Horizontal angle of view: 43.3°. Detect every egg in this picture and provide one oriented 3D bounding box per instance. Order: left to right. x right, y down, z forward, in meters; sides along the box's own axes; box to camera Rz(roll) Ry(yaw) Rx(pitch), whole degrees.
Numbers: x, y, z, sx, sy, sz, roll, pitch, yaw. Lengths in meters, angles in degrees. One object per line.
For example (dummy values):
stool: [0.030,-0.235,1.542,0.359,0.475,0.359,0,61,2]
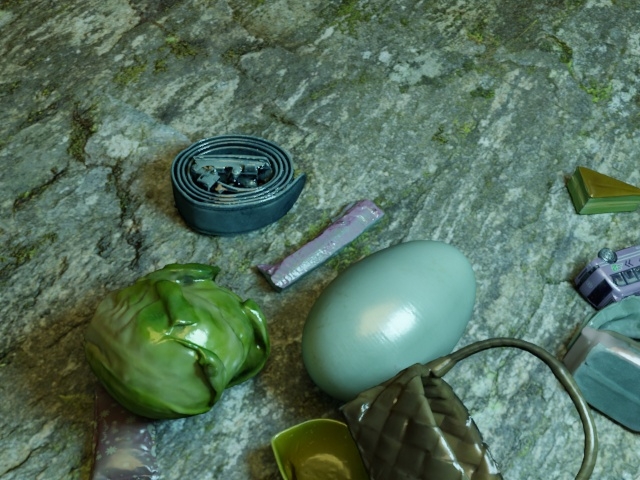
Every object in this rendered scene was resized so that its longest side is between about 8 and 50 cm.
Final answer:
egg: [0.125,0.130,1.376,0.230,0.230,0.371,41,54,21]

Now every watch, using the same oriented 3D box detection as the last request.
watch: [0.591,0.199,1.440,0.253,0.161,0.241,33,50,13]

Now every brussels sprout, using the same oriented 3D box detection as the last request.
brussels sprout: [-0.230,0.161,1.300,0.295,0.227,0.259,13,23,2]

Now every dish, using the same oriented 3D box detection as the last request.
dish: [0.015,0.370,1.280,0.208,0.080,0.148,23,51,11]

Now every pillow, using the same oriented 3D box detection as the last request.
pillow: [-0.316,0.312,1.302,0.118,0.043,0.184,-3,55,-7]

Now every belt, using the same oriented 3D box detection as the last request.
belt: [-0.160,-0.116,1.586,0.268,0.116,0.206,-6,51,-9]

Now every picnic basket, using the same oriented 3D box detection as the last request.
picnic basket: [0.242,0.294,1.180,0.337,0.337,0.293,-15,58,-17]

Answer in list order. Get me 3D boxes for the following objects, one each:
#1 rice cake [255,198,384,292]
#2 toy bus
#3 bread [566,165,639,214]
rice cake: [0.003,0.001,1.563,0.290,0.051,0.081,-35,66,-28]
toy bus: [0.603,0.067,1.566,0.199,0.096,0.108,-15,62,-21]
bread: [0.607,-0.108,1.704,0.139,0.074,0.084,-4,58,-9]
